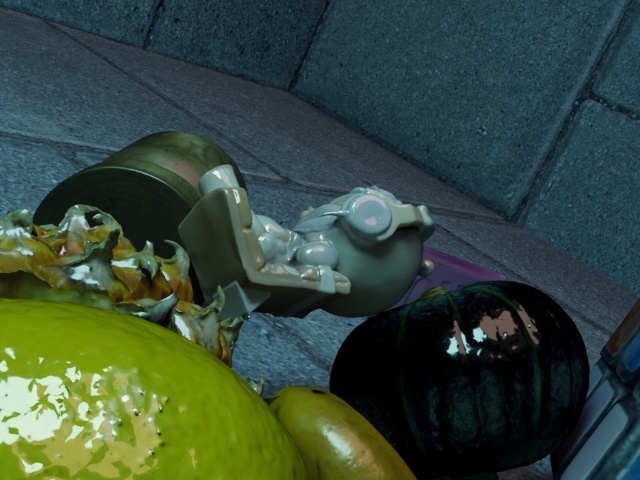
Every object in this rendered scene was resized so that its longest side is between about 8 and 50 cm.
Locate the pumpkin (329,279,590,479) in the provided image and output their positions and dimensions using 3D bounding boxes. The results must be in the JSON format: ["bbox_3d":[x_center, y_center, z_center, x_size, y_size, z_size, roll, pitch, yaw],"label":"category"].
[{"bbox_3d":[0.137,0.162,0.869,0.248,0.248,0.248,23,14,-6],"label":"pumpkin"}]

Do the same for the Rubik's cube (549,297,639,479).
[{"bbox_3d":[0.438,0.180,0.822,0.363,0.359,0.362,33,9,6],"label":"Rubik's cube"}]

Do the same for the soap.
[{"bbox_3d":[0.171,0.081,1.345,0.203,0.122,0.065,19,15,-17],"label":"soap"}]

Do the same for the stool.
[{"bbox_3d":[-0.180,-0.013,0.985,0.179,0.179,0.264,24,15,-2],"label":"stool"}]

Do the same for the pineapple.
[{"bbox_3d":[-0.194,0.039,0.712,0.344,0.209,0.286,21,14,-19],"label":"pineapple"}]

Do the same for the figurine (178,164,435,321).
[{"bbox_3d":[0.001,0.003,0.837,0.236,0.162,0.141,-4,71,-28],"label":"figurine"}]

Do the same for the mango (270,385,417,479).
[{"bbox_3d":[0.020,0.185,0.711,0.178,0.090,0.115,57,-17,16],"label":"mango"}]

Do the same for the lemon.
[{"bbox_3d":[-0.126,0.142,0.426,0.263,0.236,0.236,-7,30,-32],"label":"lemon"}]
